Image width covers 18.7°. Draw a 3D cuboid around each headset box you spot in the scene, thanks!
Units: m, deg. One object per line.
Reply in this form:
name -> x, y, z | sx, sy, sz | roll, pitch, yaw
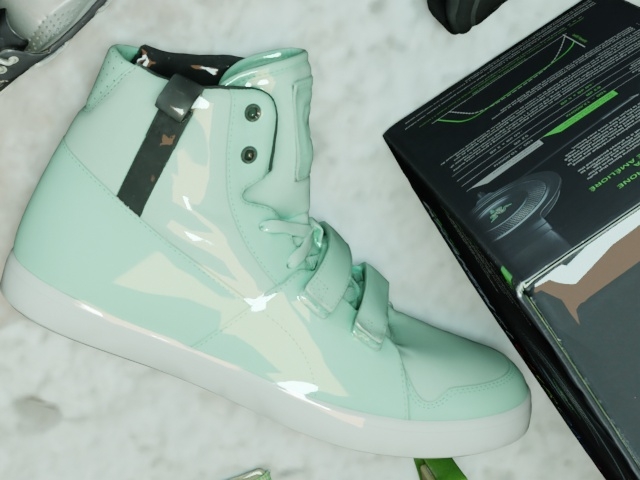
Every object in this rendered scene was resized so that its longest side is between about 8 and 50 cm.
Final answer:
headset box -> 0.166, 0.045, 0.820 | 0.131, 0.283, 0.246 | -34, 108, 1

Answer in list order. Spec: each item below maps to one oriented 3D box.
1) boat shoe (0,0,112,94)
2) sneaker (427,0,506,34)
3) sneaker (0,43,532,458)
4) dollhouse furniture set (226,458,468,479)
boat shoe -> -0.134, -0.095, 0.860 | 0.125, 0.038, 0.046 | -35, 107, 1
sneaker -> -0.019, -0.185, 0.821 | 0.293, 0.102, 0.146 | 30, 99, -16
sneaker -> 0.000, 0.000, 0.875 | 0.256, 0.094, 0.151 | 19, 107, -11
dollhouse furniture set -> -0.001, 0.148, 0.937 | 0.151, 0.058, 0.076 | -17, 107, -4
